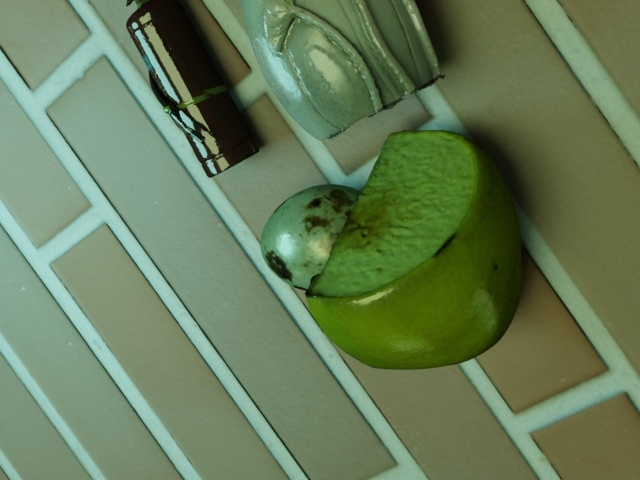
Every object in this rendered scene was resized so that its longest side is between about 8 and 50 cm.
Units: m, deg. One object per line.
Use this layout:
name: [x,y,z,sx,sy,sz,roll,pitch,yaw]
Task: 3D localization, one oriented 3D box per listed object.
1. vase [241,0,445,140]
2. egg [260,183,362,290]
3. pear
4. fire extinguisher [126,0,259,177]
vase: [-0.025,-0.368,1.756,0.250,0.250,0.445,-26,94,37]
egg: [0.000,0.000,1.948,0.231,0.169,0.169,-7,109,47]
pear: [0.171,0.053,1.800,0.239,0.342,0.318,3,140,33]
fire extinguisher: [-0.221,-0.264,1.979,0.105,0.141,0.341,-28,98,10]
